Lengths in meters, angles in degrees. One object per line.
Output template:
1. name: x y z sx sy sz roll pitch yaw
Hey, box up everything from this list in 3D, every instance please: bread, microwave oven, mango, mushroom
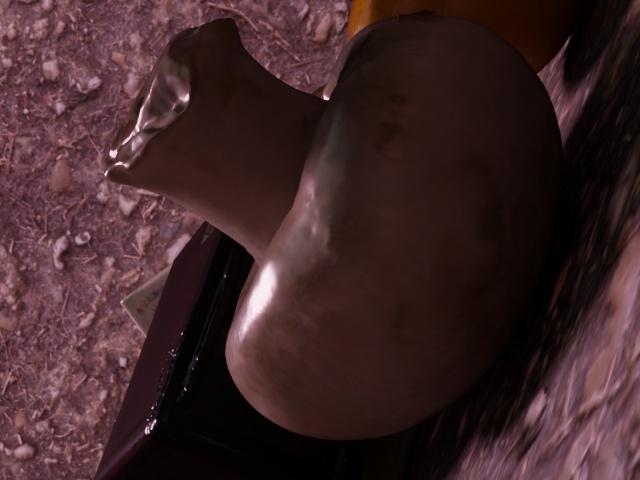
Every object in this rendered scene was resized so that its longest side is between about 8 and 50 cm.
1. bread: 0.035 0.160 1.291 0.112 0.036 0.193 -59 26 -4
2. microwave oven: -0.044 0.104 1.219 0.188 0.178 0.247 -43 25 54
3. mango: 0.115 -0.189 1.203 0.257 0.138 0.187 -52 -31 -28
4. mushroom: 0.005 -0.027 1.023 0.297 0.290 0.297 -156 90 -87

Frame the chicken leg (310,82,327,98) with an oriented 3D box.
1. chicken leg: 0.000 0.000 1.475 0.409 0.182 0.295 -43 22 0

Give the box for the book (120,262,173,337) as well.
1. book: -0.056 0.105 1.406 0.162 0.232 0.022 -35 3 22
